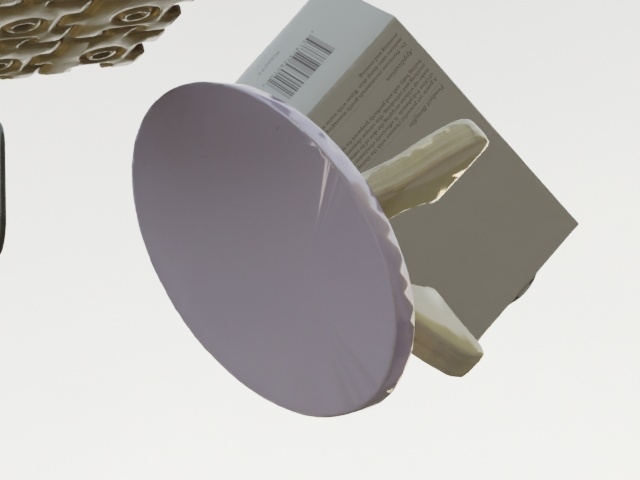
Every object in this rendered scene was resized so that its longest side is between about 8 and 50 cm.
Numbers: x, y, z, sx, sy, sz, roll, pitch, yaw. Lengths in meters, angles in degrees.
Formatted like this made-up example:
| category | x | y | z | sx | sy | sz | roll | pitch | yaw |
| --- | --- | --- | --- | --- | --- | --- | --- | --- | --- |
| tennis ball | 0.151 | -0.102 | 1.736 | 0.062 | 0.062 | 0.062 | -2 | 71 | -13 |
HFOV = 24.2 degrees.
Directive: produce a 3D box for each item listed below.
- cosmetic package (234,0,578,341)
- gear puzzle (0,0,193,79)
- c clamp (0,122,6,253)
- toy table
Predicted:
| category | x | y | z | sx | sy | sz | roll | pitch | yaw |
| --- | --- | --- | --- | --- | --- | --- | --- | --- | --- |
| cosmetic package | 0.084 | -0.071 | 1.581 | 0.197 | 0.155 | 0.365 | -48 | -53 | -3 |
| gear puzzle | -0.148 | -0.176 | 0.948 | 0.176 | 0.339 | 0.044 | -11 | -98 | -28 |
| c clamp | -0.335 | -0.053 | 1.523 | 0.022 | 0.160 | 0.137 | 3 | -19 | -26 |
| toy table | 0.000 | 0.000 | 1.112 | 0.252 | 0.274 | 0.161 | -36 | -18 | 30 |
